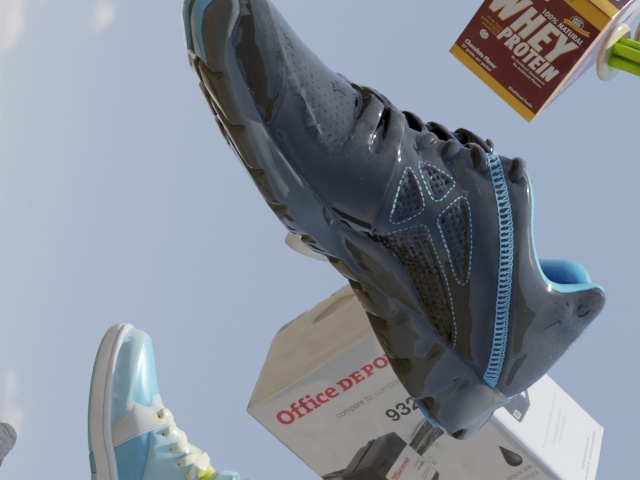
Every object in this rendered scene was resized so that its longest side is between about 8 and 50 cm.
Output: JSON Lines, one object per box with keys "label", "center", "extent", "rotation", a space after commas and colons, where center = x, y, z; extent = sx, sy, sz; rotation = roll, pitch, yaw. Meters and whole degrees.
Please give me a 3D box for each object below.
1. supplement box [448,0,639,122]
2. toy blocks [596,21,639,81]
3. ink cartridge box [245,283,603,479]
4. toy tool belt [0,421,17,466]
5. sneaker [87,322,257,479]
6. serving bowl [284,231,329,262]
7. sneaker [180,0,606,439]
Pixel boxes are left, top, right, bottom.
{"label": "supplement box", "center": [0.283, -0.274, 2.108], "extent": [0.194, 0.129, 0.191], "rotation": [-41, 171, -41]}
{"label": "toy blocks", "center": [0.327, -0.146, 1.564], "extent": [0.148, 0.123, 0.054], "rotation": [24, -57, 28]}
{"label": "ink cartridge box", "center": [0.111, 0.189, 1.941], "extent": [0.223, 0.307, 0.129], "rotation": [-34, -159, 35]}
{"label": "toy tool belt", "center": [-0.351, 0.194, 1.892], "extent": [0.083, 0.052, 0.051], "rotation": [51, -30, 7]}
{"label": "sneaker", "center": [-0.147, 0.248, 2.046], "extent": [0.127, 0.208, 0.319], "rotation": [21, 67, -80]}
{"label": "serving bowl", "center": [0.000, 0.000, 2.208], "extent": [0.083, 0.083, 0.027], "rotation": [-124, -130, -65]}
{"label": "sneaker", "center": [0.043, -0.038, 1.108], "extent": [0.140, 0.341, 0.125], "rotation": [-36, -151, 4]}
